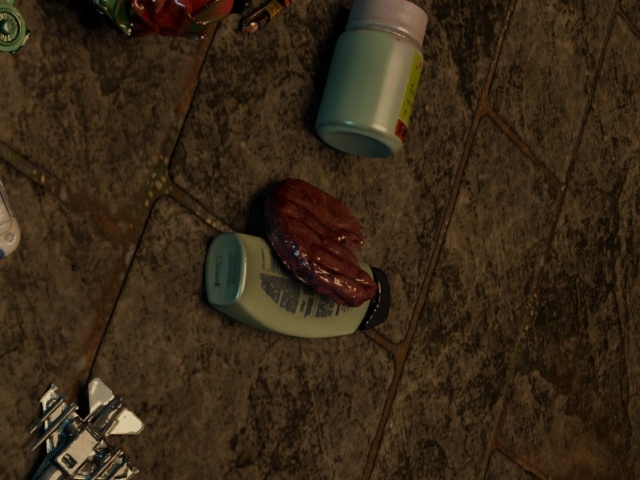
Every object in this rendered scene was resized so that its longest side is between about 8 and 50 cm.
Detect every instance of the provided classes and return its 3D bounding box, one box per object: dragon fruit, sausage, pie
[{"bbox_3d":[-0.180,-0.365,1.792,0.293,0.233,0.234,-33,118,-55],"label":"dragon fruit"},{"bbox_3d":[-0.057,-0.353,2.087,0.198,0.025,0.028,-46,171,-39],"label":"sausage"},{"bbox_3d":[0.000,0.000,2.084,0.204,0.054,0.219,37,28,-22],"label":"pie"}]

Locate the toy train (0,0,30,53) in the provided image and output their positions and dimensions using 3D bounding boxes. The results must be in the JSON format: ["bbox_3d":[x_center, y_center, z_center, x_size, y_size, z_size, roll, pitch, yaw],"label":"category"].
[{"bbox_3d":[-0.400,-0.317,1.621,0.159,0.101,0.248,25,74,-40],"label":"toy train"}]

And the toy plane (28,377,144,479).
[{"bbox_3d":[-0.313,0.270,1.784,0.160,0.082,0.234,47,52,-10],"label":"toy plane"}]

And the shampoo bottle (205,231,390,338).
[{"bbox_3d":[-0.025,0.079,2.119,0.359,0.078,0.134,14,74,-51],"label":"shampoo bottle"}]

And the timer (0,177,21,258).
[{"bbox_3d":[-0.445,-0.067,1.576,0.178,0.078,0.253,-34,119,-33],"label":"timer"}]

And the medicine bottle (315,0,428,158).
[{"bbox_3d":[0.082,-0.251,2.178,0.139,0.139,0.225,28,71,-48],"label":"medicine bottle"}]
